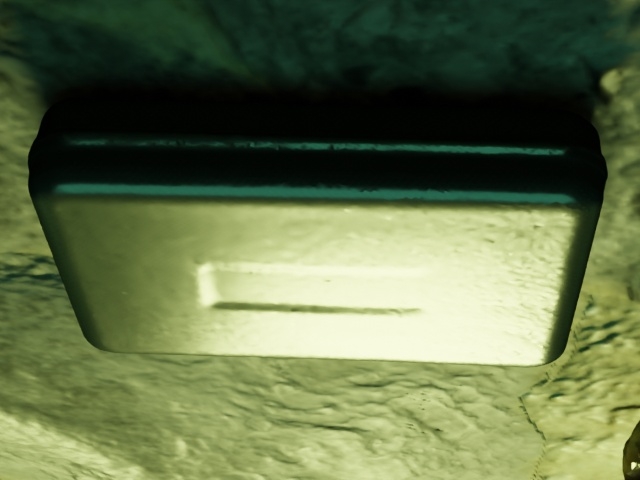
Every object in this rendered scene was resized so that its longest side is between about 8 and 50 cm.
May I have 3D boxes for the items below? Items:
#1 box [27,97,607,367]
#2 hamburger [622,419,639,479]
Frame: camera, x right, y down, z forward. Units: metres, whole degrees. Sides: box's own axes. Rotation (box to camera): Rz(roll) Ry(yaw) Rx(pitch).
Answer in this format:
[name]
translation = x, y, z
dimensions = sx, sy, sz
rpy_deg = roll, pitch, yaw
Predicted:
[box]
translation = 0.000, 0.000, 0.602
dimensions = 0.230, 0.050, 0.160
rpy_deg = 1, 149, 3
[hamburger]
translation = 0.296, 0.139, 0.717
dimensions = 0.283, 0.144, 0.259
rpy_deg = 10, 152, -18
